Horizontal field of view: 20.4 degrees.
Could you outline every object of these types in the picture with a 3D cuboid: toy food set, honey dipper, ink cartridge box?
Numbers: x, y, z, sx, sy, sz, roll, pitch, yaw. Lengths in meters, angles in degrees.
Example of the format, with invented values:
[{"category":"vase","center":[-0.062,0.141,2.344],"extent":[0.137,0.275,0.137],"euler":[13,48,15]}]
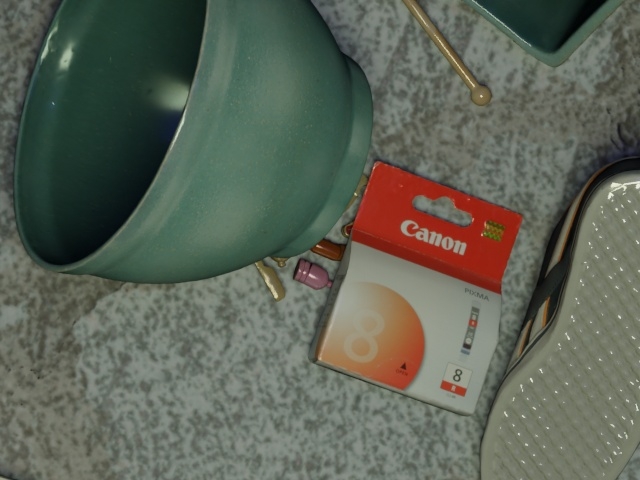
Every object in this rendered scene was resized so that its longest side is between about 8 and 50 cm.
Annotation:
[{"category":"toy food set","center":[0.000,0.000,1.500],"extent":[0.122,0.019,0.078],"euler":[-29,90,-15]},{"category":"honey dipper","center":[0.093,-0.180,1.519],"extent":[0.030,0.030,0.160],"euler":[-37,94,-7]},{"category":"ink cartridge box","center":[0.087,0.040,1.485],"extent":[0.145,0.045,0.179],"euler":[20,87,-13]}]

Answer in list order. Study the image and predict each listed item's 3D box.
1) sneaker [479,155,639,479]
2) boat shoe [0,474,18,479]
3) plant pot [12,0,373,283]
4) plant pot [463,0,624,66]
[{"category":"sneaker","center":[0.226,0.082,1.475],"extent":[0.126,0.127,0.321],"euler":[21,109,1]},{"category":"boat shoe","center":[-0.203,0.247,1.421],"extent":[0.255,0.095,0.079],"euler":[20,82,-3]},{"category":"plant pot","center":[-0.084,-0.092,1.386],"extent":[0.196,0.293,0.293],"euler":[18,84,-31]},{"category":"plant pot","center":[0.202,-0.343,1.442],"extent":[0.247,0.248,0.252],"euler":[38,66,-2]}]
